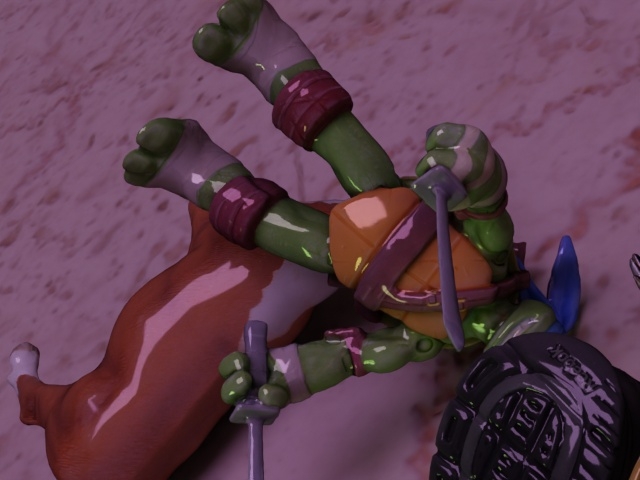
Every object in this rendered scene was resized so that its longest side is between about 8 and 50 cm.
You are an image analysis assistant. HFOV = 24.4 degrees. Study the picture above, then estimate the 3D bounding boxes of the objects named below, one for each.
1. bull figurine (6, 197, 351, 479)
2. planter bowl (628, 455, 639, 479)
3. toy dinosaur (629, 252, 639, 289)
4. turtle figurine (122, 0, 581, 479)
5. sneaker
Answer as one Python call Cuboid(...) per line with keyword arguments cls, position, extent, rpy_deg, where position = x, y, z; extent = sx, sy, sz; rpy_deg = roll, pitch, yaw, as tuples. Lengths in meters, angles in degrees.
Cuboid(cls="bull figurine", position=(-0.075, 0.046, 0.991), extent=(0.310, 0.101, 0.188), rpy_deg=(-44, 33, -7))
Cuboid(cls="planter bowl", position=(0.233, 0.143, 0.593), extent=(0.217, 0.090, 0.217), rpy_deg=(-12, 55, 18))
Cuboid(cls="toy dinosaur", position=(0.259, -0.030, 0.749), extent=(0.295, 0.200, 0.127), rpy_deg=(-32, 52, -24))
Cuboid(cls="turtle figurine", position=(0.000, 0.000, 0.802), extent=(0.266, 0.198, 0.274), rpy_deg=(42, 56, 19))
Cuboid(cls="sneaker", position=(0.088, 0.186, 0.705), extent=(0.109, 0.130, 0.286), rpy_deg=(33, 99, 36))
